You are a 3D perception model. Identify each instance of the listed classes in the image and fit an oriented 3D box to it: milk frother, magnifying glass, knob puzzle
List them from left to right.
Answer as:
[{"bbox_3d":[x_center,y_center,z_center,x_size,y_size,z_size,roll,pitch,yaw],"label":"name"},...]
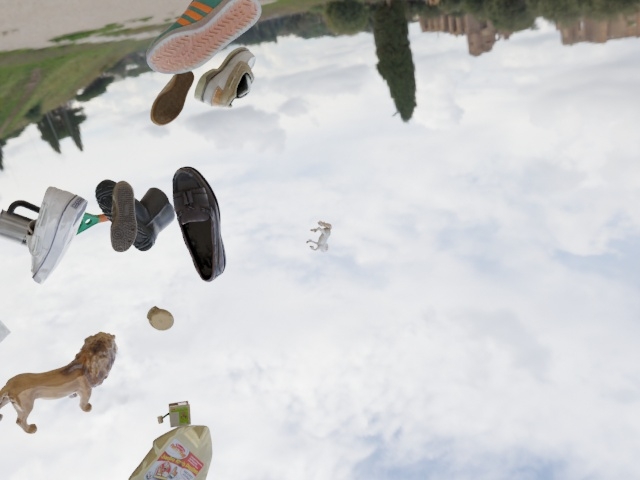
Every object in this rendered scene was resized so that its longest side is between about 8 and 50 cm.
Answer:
[{"bbox_3d":[-0.853,-0.045,1.538,0.143,0.134,0.129,-6,-117,55],"label":"milk frother"},{"bbox_3d":[-0.700,-0.062,1.627,0.026,0.092,0.230,39,-150,21],"label":"magnifying glass"},{"bbox_3d":[-0.336,0.521,1.268,0.213,0.213,0.029,-32,-155,-36],"label":"knob puzzle"}]

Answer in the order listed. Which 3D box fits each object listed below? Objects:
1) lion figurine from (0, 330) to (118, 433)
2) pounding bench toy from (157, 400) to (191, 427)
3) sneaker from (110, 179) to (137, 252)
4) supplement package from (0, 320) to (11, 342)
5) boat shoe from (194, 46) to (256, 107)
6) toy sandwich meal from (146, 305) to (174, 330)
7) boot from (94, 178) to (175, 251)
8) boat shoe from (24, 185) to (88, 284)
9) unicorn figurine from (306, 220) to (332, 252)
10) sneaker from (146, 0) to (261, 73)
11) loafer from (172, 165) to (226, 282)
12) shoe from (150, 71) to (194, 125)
[{"bbox_3d":[-0.780,0.418,1.558,0.142,0.240,0.392,35,-148,26],"label":"lion figurine"},{"bbox_3d":[-0.381,0.451,1.386,0.083,0.052,0.065,-3,175,-19],"label":"pounding bench toy"},{"bbox_3d":[-0.518,-0.065,1.408,0.066,0.189,0.071,4,-163,-26],"label":"sneaker"},{"bbox_3d":[-0.939,0.199,1.316,0.145,0.262,0.204,-37,-165,-8],"label":"supplement package"},{"bbox_3d":[-0.245,-0.456,1.531,0.103,0.113,0.302,26,-136,1],"label":"boat shoe"},{"bbox_3d":[-0.481,0.234,1.612,0.085,0.086,0.029,-12,-158,2],"label":"toy sandwich meal"},{"bbox_3d":[-0.553,-0.111,1.621,0.094,0.247,0.207,-22,-154,18],"label":"boot"},{"bbox_3d":[-0.587,-0.009,1.149,0.267,0.088,0.096,-48,-162,37],"label":"boat shoe"},{"bbox_3d":[0.000,0.000,2.048,0.111,0.162,0.060,4,-138,-38],"label":"unicorn figurine"},{"bbox_3d":[-0.284,-0.510,1.274,0.302,0.108,0.121,-28,-127,7],"label":"sneaker"},{"bbox_3d":[-0.308,-0.038,1.366,0.108,0.303,0.095,-12,-165,3],"label":"loafer"},{"bbox_3d":[-0.425,-0.403,1.531,0.058,0.076,0.219,-23,-142,50],"label":"shoe"}]
